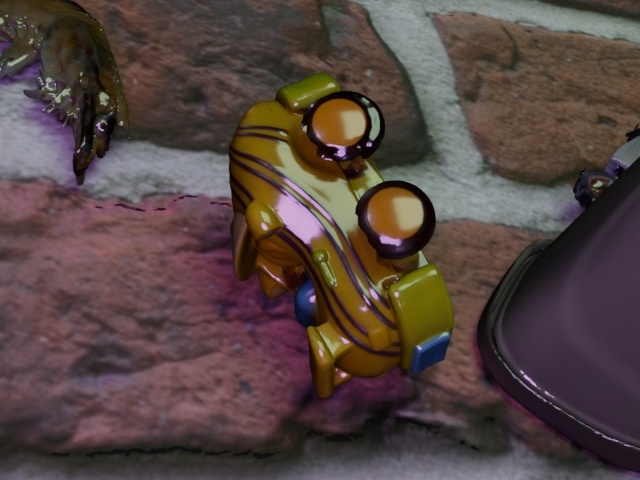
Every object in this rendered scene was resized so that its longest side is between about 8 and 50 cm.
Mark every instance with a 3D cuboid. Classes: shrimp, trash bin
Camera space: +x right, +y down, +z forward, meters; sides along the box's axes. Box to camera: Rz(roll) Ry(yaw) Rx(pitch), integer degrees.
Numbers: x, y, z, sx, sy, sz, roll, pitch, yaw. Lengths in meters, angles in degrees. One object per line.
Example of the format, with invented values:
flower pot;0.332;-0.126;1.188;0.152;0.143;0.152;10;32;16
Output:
shrimp;-0.256;-0.144;1.093;0.173;0.058;0.253;0;43;-17
trash bin;0.296;0.031;1.044;0.219;0.250;0.220;36;41;2

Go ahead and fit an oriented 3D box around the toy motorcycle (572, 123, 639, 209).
toy motorcycle;0.342;-0.056;1.290;0.122;0.080;0.215;39;38;14

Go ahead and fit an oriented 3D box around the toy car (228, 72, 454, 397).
toy car;0.000;0.000;0.987;0.142;0.200;0.248;-25;67;-9
